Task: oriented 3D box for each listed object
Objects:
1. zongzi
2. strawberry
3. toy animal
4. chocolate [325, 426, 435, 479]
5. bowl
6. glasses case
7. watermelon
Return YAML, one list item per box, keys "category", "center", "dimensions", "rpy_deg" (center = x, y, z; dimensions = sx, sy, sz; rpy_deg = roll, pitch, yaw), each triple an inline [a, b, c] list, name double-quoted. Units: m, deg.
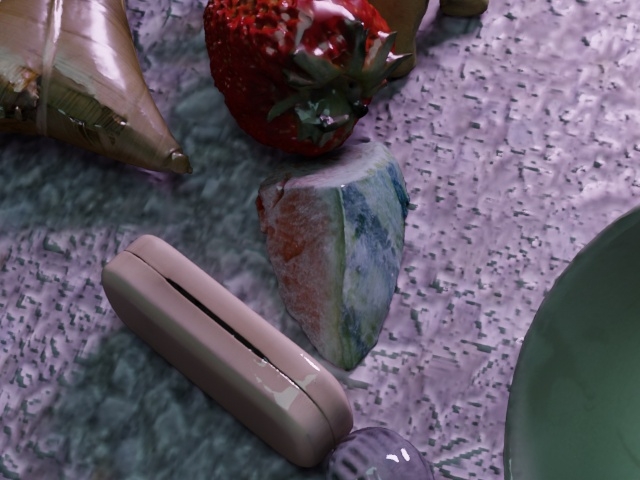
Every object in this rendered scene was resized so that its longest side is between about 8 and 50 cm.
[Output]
- category: "zongzi"
  center: [-0.158, -0.143, 1.398]
  dimensions: [0.197, 0.099, 0.194]
  rpy_deg: [18, 61, 5]
- category: "strawberry"
  center: [-0.019, -0.128, 1.358]
  dimensions: [0.131, 0.131, 0.148]
  rpy_deg: [-29, 28, -12]
- category: "toy animal"
  center: [0.007, -0.201, 1.408]
  dimensions: [0.219, 0.101, 0.103]
  rpy_deg: [21, 64, 18]
- category: "chocolate"
  center: [0.046, 0.187, 1.176]
  dimensions: [0.072, 0.072, 0.167]
  rpy_deg: [-14, 57, -2]
- category: "bowl"
  center: [0.266, 0.124, 1.097]
  dimensions: [0.307, 0.163, 0.307]
  rpy_deg: [-10, 75, 38]
- category: "glasses case"
  center: [-0.062, 0.071, 1.255]
  dimensions: [0.196, 0.083, 0.050]
  rpy_deg: [37, 67, 24]
- category: "watermelon"
  center: [0.008, -0.001, 1.315]
  dimensions: [0.094, 0.081, 0.180]
  rpy_deg: [-26, 49, 20]
